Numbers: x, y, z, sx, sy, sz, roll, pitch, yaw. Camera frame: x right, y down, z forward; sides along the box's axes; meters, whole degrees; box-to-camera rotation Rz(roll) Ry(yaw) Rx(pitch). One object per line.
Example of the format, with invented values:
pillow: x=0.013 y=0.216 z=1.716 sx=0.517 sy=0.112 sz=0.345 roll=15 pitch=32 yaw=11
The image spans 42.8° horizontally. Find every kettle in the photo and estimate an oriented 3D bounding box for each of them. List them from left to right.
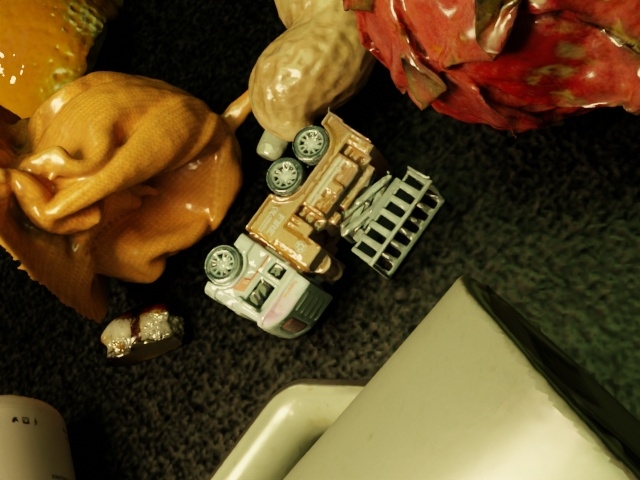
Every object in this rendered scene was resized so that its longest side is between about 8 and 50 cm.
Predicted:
kettle: x=0.023 y=0.212 z=0.481 sx=0.376 sy=0.250 sz=0.361 roll=-48 pitch=35 yaw=9

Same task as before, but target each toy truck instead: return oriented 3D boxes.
toy truck: x=0.000 y=0.000 z=0.652 sx=0.115 sy=0.080 sz=0.177 roll=36 pitch=90 yaw=25

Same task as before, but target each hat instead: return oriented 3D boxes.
hat: x=-0.148 y=-0.085 z=0.707 sx=0.233 sy=0.244 sz=0.233 roll=-29 pitch=66 yaw=2

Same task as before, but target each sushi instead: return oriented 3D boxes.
sushi: x=-0.163 y=0.079 z=0.733 sx=0.083 sy=0.044 sz=0.046 roll=-21 pitch=63 yaw=20

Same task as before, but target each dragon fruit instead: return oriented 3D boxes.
dragon fruit: x=0.132 y=-0.184 z=0.550 sx=0.244 sy=0.244 sz=0.299 roll=-41 pitch=60 yaw=10

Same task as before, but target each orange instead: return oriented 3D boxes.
orange: x=-0.385 y=-0.220 z=0.915 sx=0.334 sy=0.196 sz=0.262 roll=49 pitch=112 yaw=27

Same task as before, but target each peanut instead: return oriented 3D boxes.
peanut: x=0.007 y=-0.189 z=0.682 sx=0.104 sy=0.085 sz=0.227 roll=12 pitch=79 yaw=13

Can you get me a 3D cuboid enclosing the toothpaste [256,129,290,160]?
toothpaste: x=0.008 y=-0.185 z=0.742 sx=0.067 sy=0.037 sz=0.255 roll=20 pitch=79 yaw=29

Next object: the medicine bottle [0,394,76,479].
medicine bottle: x=-0.258 y=0.281 z=0.642 sx=0.157 sy=0.157 sz=0.288 roll=-31 pitch=59 yaw=16
